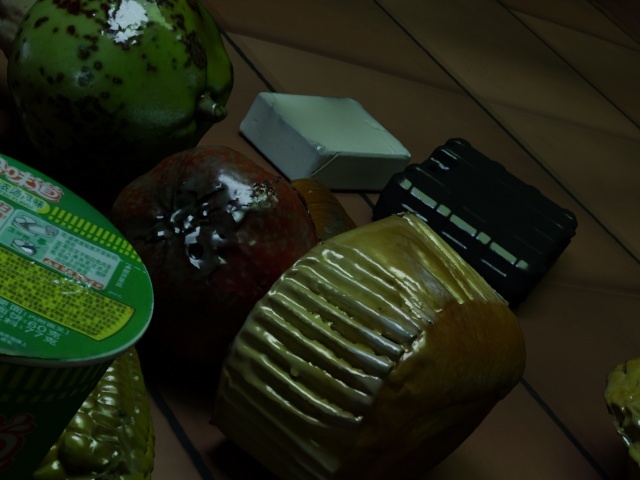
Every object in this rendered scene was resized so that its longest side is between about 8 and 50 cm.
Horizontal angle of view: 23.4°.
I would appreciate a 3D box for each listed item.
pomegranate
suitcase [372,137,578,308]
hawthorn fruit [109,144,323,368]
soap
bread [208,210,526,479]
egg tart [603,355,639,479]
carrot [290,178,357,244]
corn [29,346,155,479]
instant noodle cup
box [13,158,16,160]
[{"bbox_3d":[-0.205,-0.184,1.463,0.276,0.204,0.222,61,5,26],"label":"pomegranate"},{"bbox_3d":[0.192,-0.027,1.842,0.206,0.066,0.285,35,23,10],"label":"suitcase"},{"bbox_3d":[-0.073,0.018,1.291,0.181,0.181,0.235,41,3,22],"label":"hawthorn fruit"},{"bbox_3d":[0.008,-0.115,1.801,0.183,0.064,0.121,-1,39,-51],"label":"soap"},{"bbox_3d":[0.057,0.102,1.230,0.156,0.204,0.288,35,18,21],"label":"bread"},{"bbox_3d":[0.408,0.239,1.454,0.352,0.150,0.352,24,19,-8],"label":"egg tart"},{"bbox_3d":[0.000,0.000,1.528,0.087,0.087,0.193,26,21,-13],"label":"carrot"},{"bbox_3d":[-0.186,0.083,1.086,0.120,0.120,0.363,21,22,-23],"label":"corn"},{"bbox_3d":[-0.234,0.088,0.859,0.207,0.232,0.207,26,24,-12],"label":"instant noodle cup"},{"bbox_3d":[-0.282,0.030,1.000,0.224,0.069,0.120,-19,45,-17],"label":"box"}]
